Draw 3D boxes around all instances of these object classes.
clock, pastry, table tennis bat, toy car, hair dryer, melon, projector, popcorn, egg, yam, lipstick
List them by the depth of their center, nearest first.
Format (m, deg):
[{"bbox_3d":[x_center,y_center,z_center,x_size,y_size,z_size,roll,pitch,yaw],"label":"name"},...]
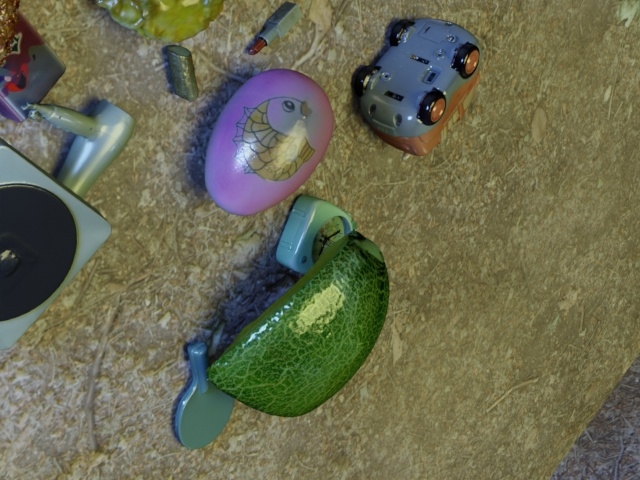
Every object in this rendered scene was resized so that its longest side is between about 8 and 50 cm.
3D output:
[{"bbox_3d":[-0.433,-0.299,1.609,0.087,0.063,0.169,-7,112,-53],"label":"pastry"},{"bbox_3d":[-0.475,0.004,1.777,0.257,0.079,0.259,-49,137,-2],"label":"projector"},{"bbox_3d":[-0.390,-0.141,1.811,0.206,0.075,0.237,-58,156,-5],"label":"hair dryer"},{"bbox_3d":[-0.234,-0.404,1.826,0.189,0.169,0.218,-22,117,-45],"label":"popcorn"},{"bbox_3d":[-0.227,-0.276,1.998,0.043,0.043,0.094,-33,131,-37],"label":"yam"},{"bbox_3d":[-0.091,-0.167,2.093,0.196,0.196,0.271,22,93,-52],"label":"egg"},{"bbox_3d":[-0.084,-0.367,2.136,0.129,0.030,0.030,-50,139,-23],"label":"lipstick"},{"bbox_3d":[-0.221,0.288,2.277,0.149,0.038,0.237,-34,135,-37],"label":"table tennis bat"},{"bbox_3d":[-0.016,0.150,2.277,0.331,0.226,0.343,26,117,-39],"label":"melon"},{"bbox_3d":[0.001,0.000,2.386,0.188,0.060,0.148,24,88,-53],"label":"clock"},{"bbox_3d":[0.207,-0.295,2.415,0.270,0.180,0.212,-55,151,-16],"label":"toy car"}]

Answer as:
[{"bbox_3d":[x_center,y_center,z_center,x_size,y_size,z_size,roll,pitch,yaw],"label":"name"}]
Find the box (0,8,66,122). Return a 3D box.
[{"bbox_3d":[-0.460,-0.278,1.695,0.120,0.069,0.224,-57,141,-16],"label":"box"}]
